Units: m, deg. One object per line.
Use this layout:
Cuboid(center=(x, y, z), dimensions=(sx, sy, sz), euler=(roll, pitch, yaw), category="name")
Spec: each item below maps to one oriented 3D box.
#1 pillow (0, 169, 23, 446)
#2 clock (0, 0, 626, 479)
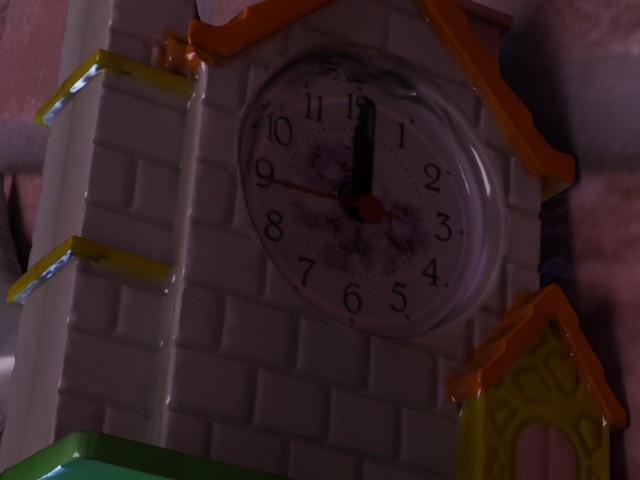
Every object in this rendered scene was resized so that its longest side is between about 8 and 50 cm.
Cuboid(center=(-0.238, 0.056, 1.216), dimensions=(0.144, 0.078, 0.254), euler=(-53, 34, 10), category="pillow")
Cuboid(center=(0.000, 0.000, 0.670), dimensions=(0.106, 0.220, 0.255), euler=(-33, 47, 52), category="clock")
